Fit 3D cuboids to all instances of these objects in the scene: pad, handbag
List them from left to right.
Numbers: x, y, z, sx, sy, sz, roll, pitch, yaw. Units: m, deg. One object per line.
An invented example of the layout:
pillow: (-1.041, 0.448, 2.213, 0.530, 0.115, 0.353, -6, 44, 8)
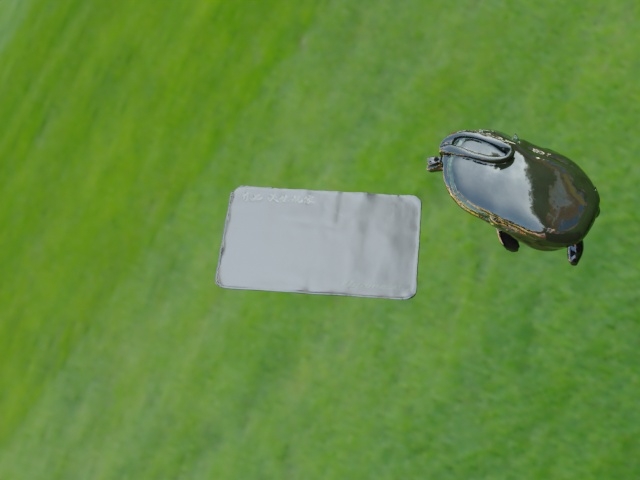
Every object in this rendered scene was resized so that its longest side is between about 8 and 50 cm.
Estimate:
pad: (0.000, 0.000, 1.210, 0.003, 0.157, 0.112, 89, -174, -47)
handbag: (0.119, -0.033, 0.936, 0.047, 0.111, 0.072, 97, -162, -73)
